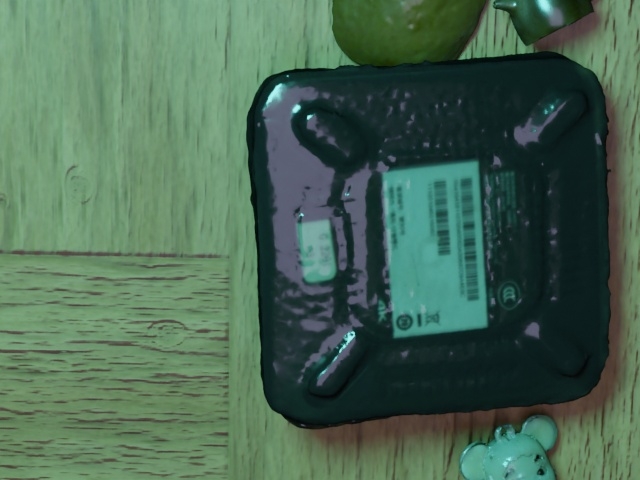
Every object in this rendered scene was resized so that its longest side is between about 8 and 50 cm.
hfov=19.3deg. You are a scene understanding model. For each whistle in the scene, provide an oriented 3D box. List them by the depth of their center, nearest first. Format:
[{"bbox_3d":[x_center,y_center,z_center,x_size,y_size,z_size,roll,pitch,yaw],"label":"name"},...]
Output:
[{"bbox_3d":[0.217,0.294,1.914,0.114,0.077,0.235,-22,106,-19],"label":"whistle"}]

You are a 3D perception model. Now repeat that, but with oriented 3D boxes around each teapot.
[{"bbox_3d":[0.218,-0.234,1.789,0.121,0.076,0.068,-28,93,-20],"label":"teapot"}]

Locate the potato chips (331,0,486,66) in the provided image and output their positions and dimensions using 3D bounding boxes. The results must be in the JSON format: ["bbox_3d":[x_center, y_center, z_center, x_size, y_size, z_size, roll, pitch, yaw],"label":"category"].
[{"bbox_3d":[0.086,-0.249,1.799,0.150,0.049,0.201,21,109,1],"label":"potato chips"}]

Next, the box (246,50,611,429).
[{"bbox_3d":[0.107,0.003,1.804,0.350,0.091,0.359,-6,102,-12],"label":"box"}]
